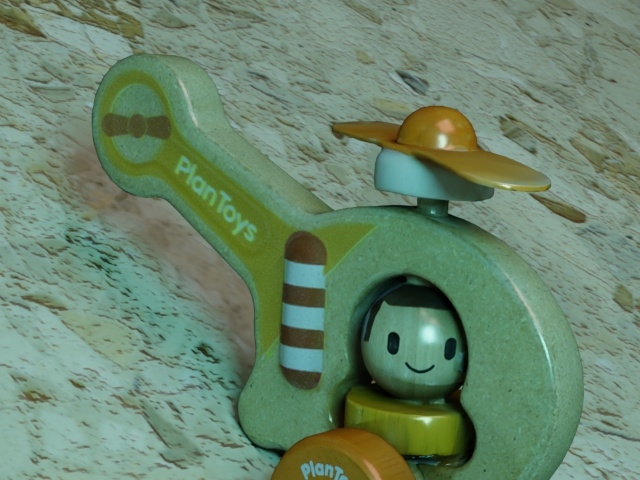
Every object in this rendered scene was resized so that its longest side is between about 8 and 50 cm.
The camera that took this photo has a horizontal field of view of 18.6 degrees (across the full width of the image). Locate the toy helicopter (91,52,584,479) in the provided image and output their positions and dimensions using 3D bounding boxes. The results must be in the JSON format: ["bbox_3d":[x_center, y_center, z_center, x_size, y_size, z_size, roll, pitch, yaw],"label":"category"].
[{"bbox_3d":[0.000,0.000,1.037,0.140,0.235,0.355,-10,43,-48],"label":"toy helicopter"}]
